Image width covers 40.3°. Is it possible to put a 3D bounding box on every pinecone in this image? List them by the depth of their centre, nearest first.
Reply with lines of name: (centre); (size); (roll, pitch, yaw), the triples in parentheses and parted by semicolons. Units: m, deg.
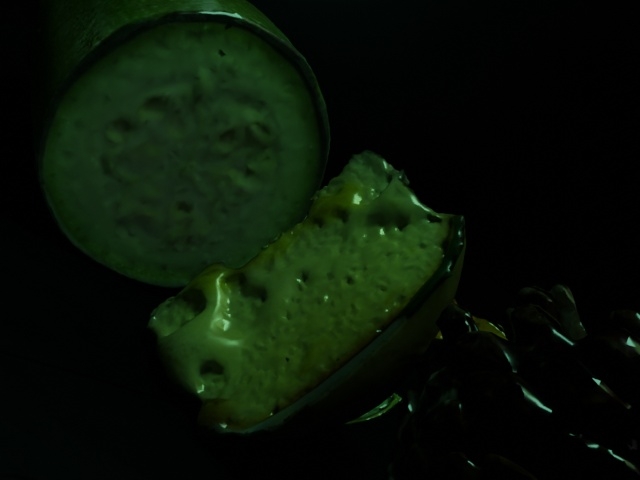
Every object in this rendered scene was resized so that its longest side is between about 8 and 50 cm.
pinecone: (0.160, 0.174, 0.574); (0.242, 0.296, 0.298); (21, -15, 0)

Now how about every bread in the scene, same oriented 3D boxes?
bread: (0.001, 0.066, 0.699); (0.174, 0.251, 0.133); (44, -11, 38)

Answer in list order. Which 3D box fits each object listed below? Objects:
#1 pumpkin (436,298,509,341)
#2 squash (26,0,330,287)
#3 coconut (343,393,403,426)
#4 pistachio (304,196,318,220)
pumpkin: (0.175, 0.135, 1.305); (0.278, 0.111, 0.163); (41, -5, 21)
squash: (-0.164, -0.151, 0.902); (0.263, 0.263, 0.384); (32, 12, -30)
coconut: (-0.015, 0.117, 0.785); (0.133, 0.055, 0.158); (-5, 41, -38)
pistachio: (0.000, 0.000, 1.161); (0.144, 0.144, 0.215); (39, 5, 3)
